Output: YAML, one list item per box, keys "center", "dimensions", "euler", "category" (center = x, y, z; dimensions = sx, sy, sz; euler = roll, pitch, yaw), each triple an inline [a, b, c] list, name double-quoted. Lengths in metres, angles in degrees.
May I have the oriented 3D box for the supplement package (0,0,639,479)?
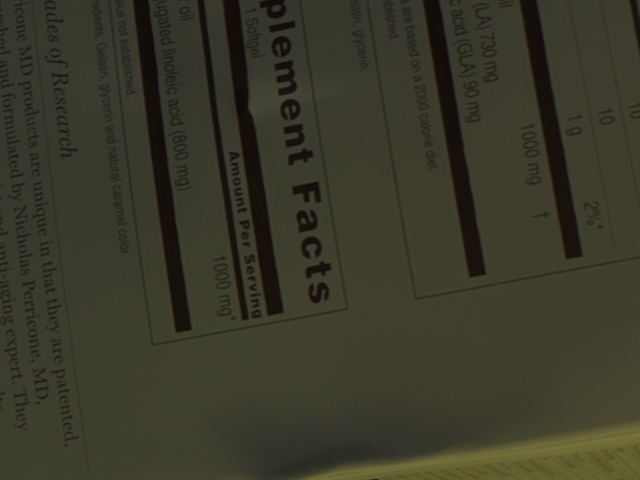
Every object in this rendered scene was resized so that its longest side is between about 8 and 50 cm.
- center: [0.000, 0.000, 0.477]
  dimensions: [0.139, 0.244, 0.133]
  euler: [40, 40, -74]
  category: "supplement package"
